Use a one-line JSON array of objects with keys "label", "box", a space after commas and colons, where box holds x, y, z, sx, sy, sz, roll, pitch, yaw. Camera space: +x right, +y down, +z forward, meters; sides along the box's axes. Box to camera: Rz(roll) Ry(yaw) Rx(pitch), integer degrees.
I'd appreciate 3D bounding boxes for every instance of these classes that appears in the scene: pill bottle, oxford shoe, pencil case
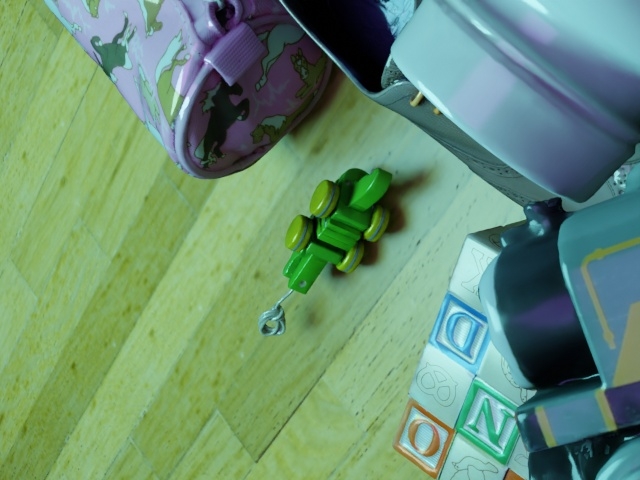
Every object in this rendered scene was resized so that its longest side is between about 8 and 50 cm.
[{"label": "pill bottle", "box": [0.180, -0.177, 0.525, 0.176, 0.176, 0.318, 47, 110, 25]}, {"label": "oxford shoe", "box": [0.107, -0.087, 0.698, 0.364, 0.133, 0.130, 38, 121, 30]}, {"label": "pencil case", "box": [-0.156, -0.225, 0.890, 0.386, 0.160, 0.167, 48, 119, 25]}]

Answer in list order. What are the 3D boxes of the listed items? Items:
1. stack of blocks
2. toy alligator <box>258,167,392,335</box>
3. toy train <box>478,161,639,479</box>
[{"label": "stack of blocks", "box": [0.202, 0.131, 0.687, 0.297, 0.087, 0.171, 33, 119, 33]}, {"label": "toy alligator", "box": [0.000, 0.000, 0.870, 0.189, 0.056, 0.051, -53, 22, 36]}, {"label": "toy train", "box": [0.225, 0.031, 0.461, 0.334, 0.142, 0.190, -22, 85, 33]}]
